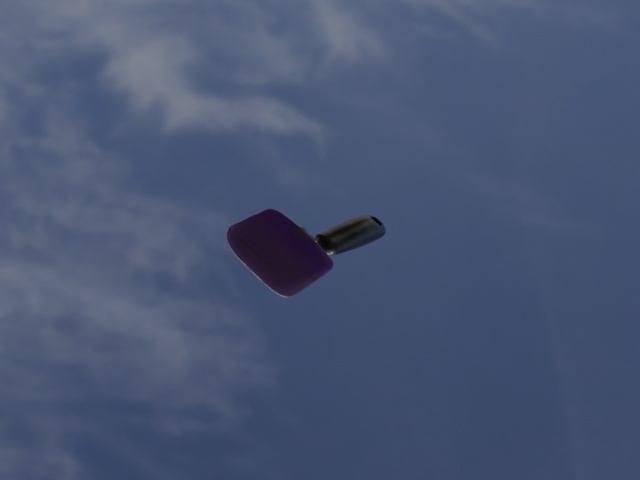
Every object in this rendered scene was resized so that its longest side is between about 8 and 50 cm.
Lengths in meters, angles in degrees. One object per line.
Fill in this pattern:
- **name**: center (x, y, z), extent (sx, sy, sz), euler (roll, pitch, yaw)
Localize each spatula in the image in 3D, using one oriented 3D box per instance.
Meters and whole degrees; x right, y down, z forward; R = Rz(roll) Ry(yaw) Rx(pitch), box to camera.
- **spatula**: center (0.000, 0.000, 1.609), extent (0.084, 0.030, 0.296), euler (42, -163, 12)
